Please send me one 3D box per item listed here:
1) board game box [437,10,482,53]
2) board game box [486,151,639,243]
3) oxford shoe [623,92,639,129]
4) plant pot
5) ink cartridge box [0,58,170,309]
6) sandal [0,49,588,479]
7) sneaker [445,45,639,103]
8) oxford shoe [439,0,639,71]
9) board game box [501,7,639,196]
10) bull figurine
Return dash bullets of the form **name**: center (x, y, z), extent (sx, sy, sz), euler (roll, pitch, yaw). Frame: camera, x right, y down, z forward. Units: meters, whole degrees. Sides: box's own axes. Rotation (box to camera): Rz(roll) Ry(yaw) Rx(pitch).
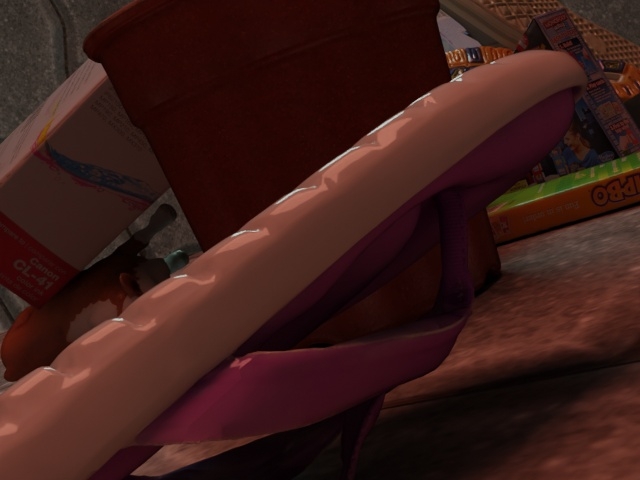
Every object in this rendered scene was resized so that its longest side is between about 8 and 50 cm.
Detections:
- **board game box**: center (0.325, -0.266, 1.607), extent (0.319, 0.318, 0.066), euler (-23, -26, -43)
- **board game box**: center (0.248, -0.047, 0.920), extent (0.259, 0.039, 0.124), euler (-21, 3, 32)
- **oxford shoe**: center (0.361, -0.118, 1.229), extent (0.076, 0.076, 0.212), euler (11, -13, -24)
- **plant pot**: center (-0.001, -0.066, 0.775), extent (0.272, 0.265, 0.272), euler (-21, 4, 2)
- **ink cartridge box**: center (-0.226, -0.106, 1.080), extent (0.306, 0.131, 0.226), euler (-38, 23, 17)
- **sandal**: center (-0.036, 0.070, 0.384), extent (0.416, 0.102, 0.169), euler (-36, -5, -24)
- **sneaker**: center (0.272, -0.166, 1.333), extent (0.297, 0.131, 0.111), euler (7, 46, -4)
- **oxford shoe**: center (0.294, -0.265, 1.432), extent (0.130, 0.449, 0.169), euler (-52, 14, 43)
- **board game box**: center (0.258, -0.155, 1.179), extent (0.060, 0.194, 0.194), euler (-24, 6, -37)
- **bull figurine**: center (-0.230, 0.066, 1.115), extent (0.310, 0.101, 0.188), euler (-23, 21, 35)
